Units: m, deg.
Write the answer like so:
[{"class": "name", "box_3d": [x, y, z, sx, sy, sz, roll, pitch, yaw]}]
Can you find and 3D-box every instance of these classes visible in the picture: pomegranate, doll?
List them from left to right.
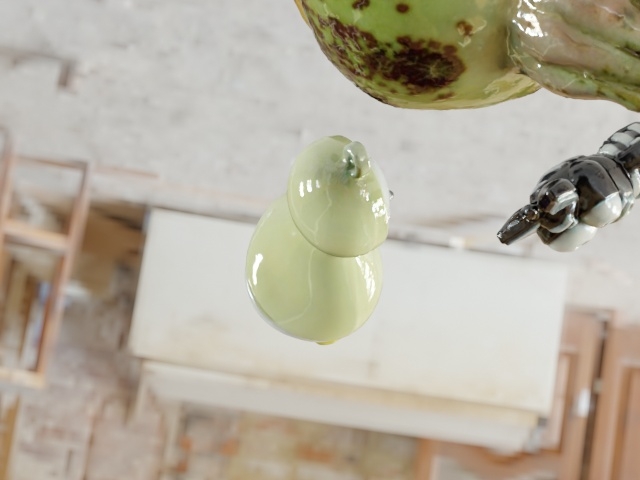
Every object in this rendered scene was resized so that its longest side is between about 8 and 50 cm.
[{"class": "doll", "box_3d": [0.011, -0.004, 1.727, 0.117, 0.141, 0.296, -16, 158, -25]}, {"class": "pomegranate", "box_3d": [0.109, -0.155, 1.234, 0.222, 0.276, 0.204, -27, 160, -32]}, {"class": "doll", "box_3d": [0.228, -0.046, 1.575, 0.219, 0.067, 0.091, -26, 171, -38]}]

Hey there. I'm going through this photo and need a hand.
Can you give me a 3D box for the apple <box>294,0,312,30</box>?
[{"class": "apple", "box_3d": [0.088, -0.299, 1.901, 0.301, 0.302, 0.301, 8, 167, 2]}]
